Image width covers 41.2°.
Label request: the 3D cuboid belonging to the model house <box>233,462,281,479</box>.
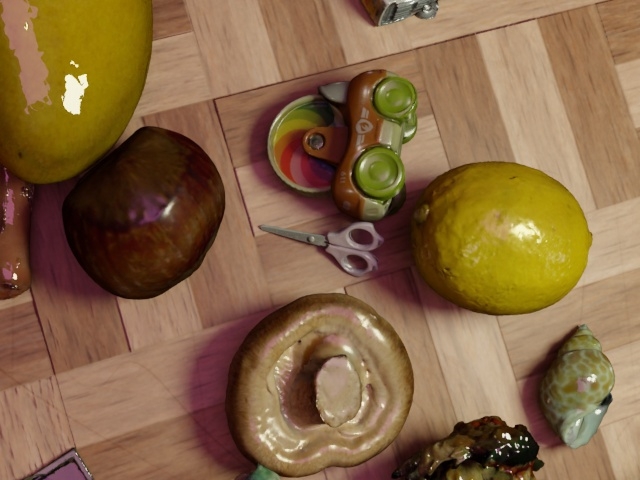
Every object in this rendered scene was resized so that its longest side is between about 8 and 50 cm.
[{"bbox_3d":[-0.082,0.466,1.096,0.237,0.202,0.237,42,35,0],"label":"model house"}]

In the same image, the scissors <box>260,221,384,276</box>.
[{"bbox_3d":[0.000,0.000,1.286,0.189,0.015,0.100,13,126,5],"label":"scissors"}]

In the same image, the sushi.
[{"bbox_3d":[0.211,0.352,1.202,0.225,0.238,0.219,6,89,2],"label":"sushi"}]

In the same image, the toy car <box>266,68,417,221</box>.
[{"bbox_3d":[0.030,-0.149,1.274,0.235,0.145,0.235,-1,79,6],"label":"toy car"}]

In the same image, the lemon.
[{"bbox_3d":[0.259,-0.002,1.239,0.263,0.236,0.236,30,80,-3],"label":"lemon"}]

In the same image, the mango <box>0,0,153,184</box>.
[{"bbox_3d":[-0.371,-0.293,1.147,0.301,0.220,0.445,9,72,-38],"label":"mango"}]

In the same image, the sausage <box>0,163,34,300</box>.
[{"bbox_3d":[-0.442,-0.067,1.202,0.078,0.078,0.304,-1,81,-10],"label":"sausage"}]

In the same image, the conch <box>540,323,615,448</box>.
[{"bbox_3d":[0.392,0.228,1.306,0.116,0.106,0.173,-1,103,-29],"label":"conch"}]

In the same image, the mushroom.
[{"bbox_3d":[0.001,0.212,1.216,0.278,0.146,0.278,-1,94,-14],"label":"mushroom"}]

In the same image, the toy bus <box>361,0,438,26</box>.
[{"bbox_3d":[0.216,-0.459,1.352,0.342,0.097,0.138,-31,83,-10],"label":"toy bus"}]

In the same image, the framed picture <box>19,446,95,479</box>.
[{"bbox_3d":[-0.411,0.450,1.180,0.281,0.019,0.209,-30,90,-12],"label":"framed picture"}]

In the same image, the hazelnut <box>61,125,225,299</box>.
[{"bbox_3d":[-0.230,-0.032,1.170,0.234,0.218,0.218,-43,92,-12],"label":"hazelnut"}]
